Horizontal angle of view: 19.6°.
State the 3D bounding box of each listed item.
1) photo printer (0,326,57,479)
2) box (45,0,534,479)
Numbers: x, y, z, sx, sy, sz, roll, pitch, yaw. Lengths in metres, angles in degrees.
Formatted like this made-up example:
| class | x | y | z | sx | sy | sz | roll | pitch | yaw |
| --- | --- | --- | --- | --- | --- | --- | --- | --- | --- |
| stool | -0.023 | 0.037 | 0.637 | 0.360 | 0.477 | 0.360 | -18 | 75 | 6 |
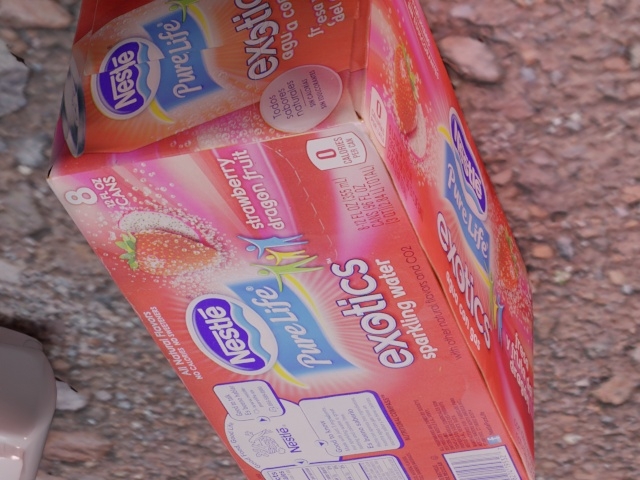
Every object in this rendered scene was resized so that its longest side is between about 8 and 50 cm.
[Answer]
| class | x | y | z | sx | sy | sz | roll | pitch | yaw |
| --- | --- | --- | --- | --- | --- | --- | --- | --- | --- |
| photo printer | -0.315 | 0.157 | 1.175 | 0.256 | 0.107 | 0.307 | 12 | 140 | -10 |
| box | 0.000 | 0.000 | 0.925 | 0.154 | 0.142 | 0.300 | -10 | 139 | 17 |
